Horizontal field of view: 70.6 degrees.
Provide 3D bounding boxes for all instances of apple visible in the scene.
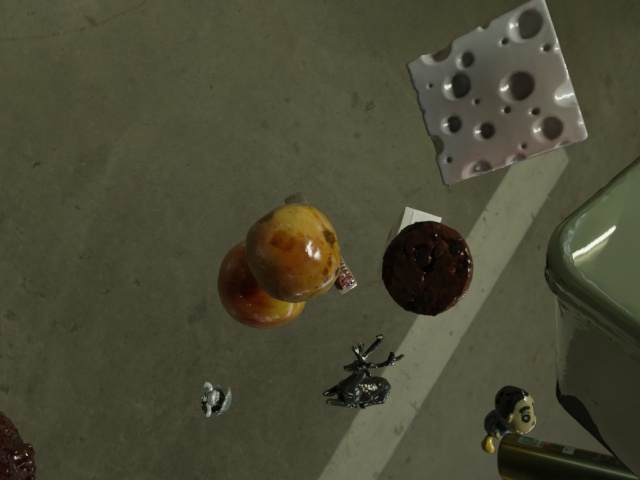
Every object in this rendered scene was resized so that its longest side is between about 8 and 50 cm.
[{"bbox_3d":[-0.157,0.124,1.308,0.286,0.232,0.286,9,90,-68],"label":"apple"}]

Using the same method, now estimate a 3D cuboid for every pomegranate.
[{"bbox_3d":[-0.066,0.029,0.985,0.215,0.215,0.216,-5,99,-34],"label":"pomegranate"}]

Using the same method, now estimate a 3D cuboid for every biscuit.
[{"bbox_3d":[0.201,0.052,0.877,0.049,0.192,0.192,13,89,-44],"label":"biscuit"}]

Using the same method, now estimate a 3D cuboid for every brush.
[{"bbox_3d":[0.000,0.000,1.275,0.060,0.050,0.321,-30,78,-9],"label":"brush"}]

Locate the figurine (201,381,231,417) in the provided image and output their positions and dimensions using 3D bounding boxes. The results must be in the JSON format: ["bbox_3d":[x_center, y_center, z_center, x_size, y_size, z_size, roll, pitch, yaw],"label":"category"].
[{"bbox_3d":[-0.295,0.444,1.255,0.082,0.086,0.095,92,17,-57],"label":"figurine"}]

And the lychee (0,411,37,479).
[{"bbox_3d":[-0.608,0.409,0.745,0.260,0.260,0.261,-5,99,-34],"label":"lychee"}]

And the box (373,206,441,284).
[{"bbox_3d":[0.255,0.040,1.361,0.116,0.274,0.203,18,78,3],"label":"box"}]

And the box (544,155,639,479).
[{"bbox_3d":[0.361,0.142,0.338,0.177,0.352,0.344,-40,139,-4],"label":"box"}]

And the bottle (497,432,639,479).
[{"bbox_3d":[0.430,0.371,0.703,0.082,0.286,0.082,7,80,-45],"label":"bottle"}]

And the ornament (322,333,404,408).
[{"bbox_3d":[0.138,0.328,1.134,0.202,0.080,0.236,7,125,-30],"label":"ornament"}]

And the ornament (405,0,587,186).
[{"bbox_3d":[0.341,-0.259,0.859,0.239,0.239,0.240,-18,91,-59],"label":"ornament"}]

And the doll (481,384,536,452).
[{"bbox_3d":[0.391,0.372,0.938,0.102,0.088,0.180,-21,130,-35],"label":"doll"}]
